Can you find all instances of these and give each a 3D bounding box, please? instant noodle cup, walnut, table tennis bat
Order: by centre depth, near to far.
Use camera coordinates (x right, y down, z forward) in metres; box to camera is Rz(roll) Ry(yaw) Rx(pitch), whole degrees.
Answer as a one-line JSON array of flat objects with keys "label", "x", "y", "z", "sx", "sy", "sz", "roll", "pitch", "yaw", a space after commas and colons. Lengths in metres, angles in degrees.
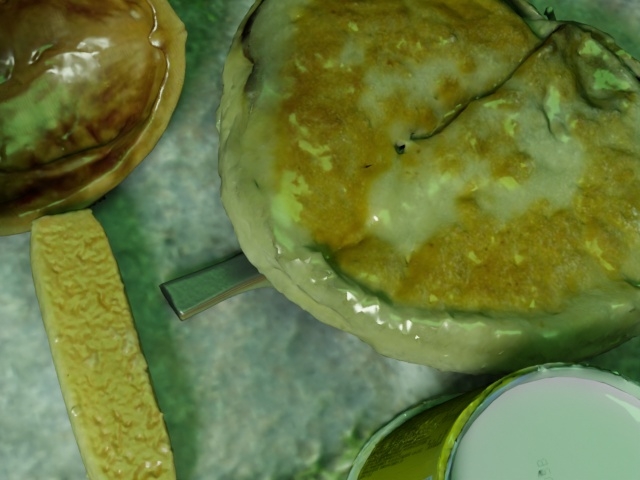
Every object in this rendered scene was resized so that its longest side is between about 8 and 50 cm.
[{"label": "instant noodle cup", "x": 0.116, "y": 0.161, "z": 0.643, "sx": 0.205, "sy": 0.153, "sz": 0.205, "roll": 4, "pitch": 66, "yaw": -9}, {"label": "walnut", "x": -0.190, "y": -0.096, "z": 0.711, "sx": 0.211, "sy": 0.087, "sz": 0.167, "roll": -24, "pitch": 113, "yaw": -23}, {"label": "table tennis bat", "x": 0.000, "y": 0.000, "z": 0.758, "sx": 0.220, "sy": 0.019, "sz": 0.130, "roll": -23, "pitch": 74, "yaw": -21}]

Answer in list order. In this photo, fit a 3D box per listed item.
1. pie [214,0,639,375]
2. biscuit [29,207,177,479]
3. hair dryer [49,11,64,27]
[{"label": "pie", "x": 0.094, "y": -0.059, "z": 0.756, "sx": 0.339, "sy": 0.077, "sz": 0.339, "roll": 8, "pitch": 61, "yaw": -14}, {"label": "biscuit", "x": -0.129, "y": 0.075, "z": 0.680, "sx": 0.052, "sy": 0.056, "sz": 0.188, "roll": -14, "pitch": 72, "yaw": -15}, {"label": "hair dryer", "x": -0.225, "y": -0.141, "z": 0.765, "sx": 0.150, "sy": 0.047, "sz": 0.071, "roll": -37, "pitch": 77, "yaw": -12}]
